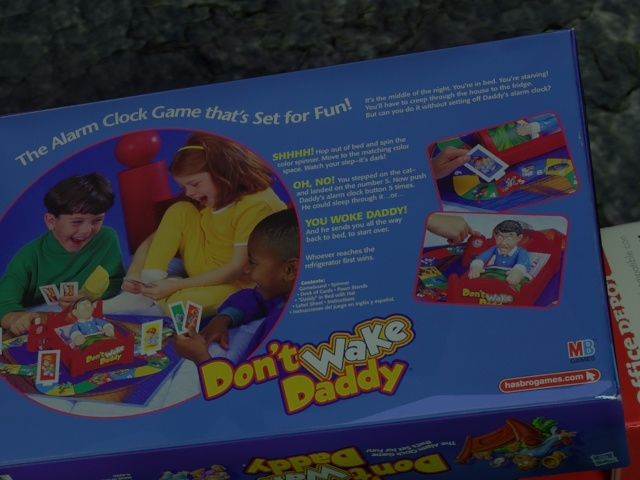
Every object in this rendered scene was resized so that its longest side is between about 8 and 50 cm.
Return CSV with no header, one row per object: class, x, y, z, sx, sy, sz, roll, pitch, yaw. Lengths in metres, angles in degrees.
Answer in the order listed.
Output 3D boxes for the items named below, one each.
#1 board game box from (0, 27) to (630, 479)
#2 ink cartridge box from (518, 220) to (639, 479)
board game box,-0.020,0.021,0.950,0.347,0.078,0.233,-7,56,10
ink cartridge box,0.212,0.058,0.974,0.231,0.078,0.134,-11,52,-4
